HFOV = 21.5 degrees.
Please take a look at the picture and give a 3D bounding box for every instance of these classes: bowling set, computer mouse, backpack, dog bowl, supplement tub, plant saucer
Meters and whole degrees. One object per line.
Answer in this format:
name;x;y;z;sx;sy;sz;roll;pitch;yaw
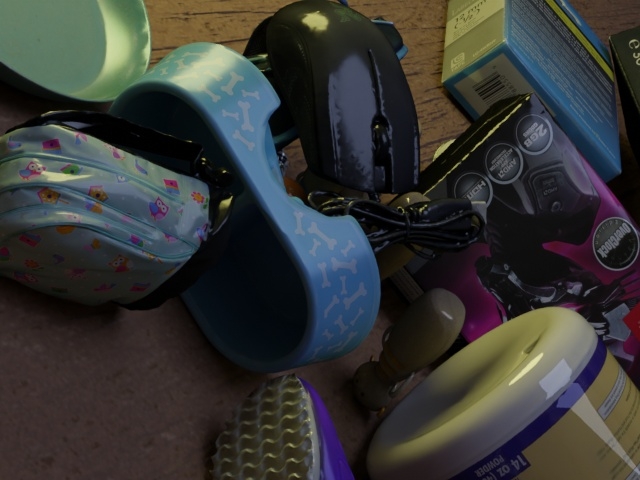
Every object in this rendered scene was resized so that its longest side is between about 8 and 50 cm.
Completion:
bowling set;0.000;0.000;1.557;0.200;0.154;0.287;16;45;-26
computer mouse;0.042;-0.114;1.499;0.188;0.072;0.272;-3;61;-39
backpack;-0.171;-0.018;1.264;0.182;0.152;0.115;25;44;-37
dog bowl;-0.074;-0.021;1.408;0.074;0.166;0.297;-27;84;-49
supplement tub;0.223;0.252;1.497;0.331;0.241;0.241;53;27;-6
plant saucer;-0.272;-0.243;1.446;0.317;0.043;0.317;39;32;-31

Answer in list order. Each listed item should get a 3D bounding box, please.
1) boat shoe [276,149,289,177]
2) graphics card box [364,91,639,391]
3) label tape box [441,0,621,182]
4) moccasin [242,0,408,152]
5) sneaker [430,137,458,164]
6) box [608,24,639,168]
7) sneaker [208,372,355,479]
boat shoe;-0.048;-0.073;1.634;0.035;0.035;0.100;39;31;-31
graphics card box;0.237;0.059;1.752;0.371;0.233;0.094;51;-15;-10
label tape box;0.286;-0.236;2.282;0.249;0.115;0.348;45;26;-21
moccasin;-0.014;-0.175;1.629;0.117;0.137;0.342;53;27;-2
sneaker;0.228;0.007;1.898;0.297;0.129;0.111;60;28;9
box;0.712;-0.113;2.365;0.297;0.471;0.480;62;10;-58
sneaker;0.005;0.251;1.310;0.146;0.102;0.293;28;43;-50
